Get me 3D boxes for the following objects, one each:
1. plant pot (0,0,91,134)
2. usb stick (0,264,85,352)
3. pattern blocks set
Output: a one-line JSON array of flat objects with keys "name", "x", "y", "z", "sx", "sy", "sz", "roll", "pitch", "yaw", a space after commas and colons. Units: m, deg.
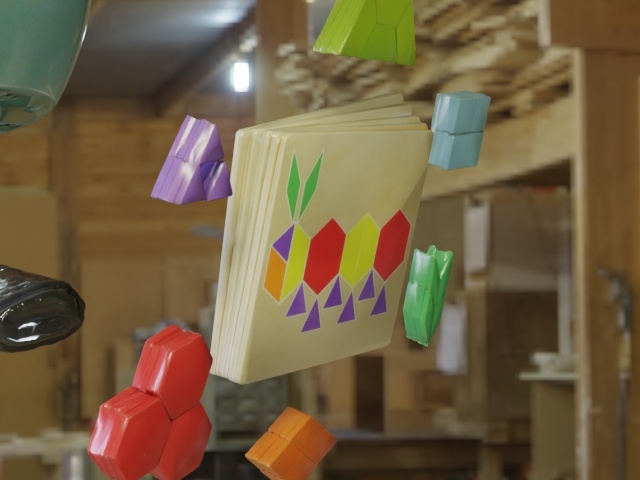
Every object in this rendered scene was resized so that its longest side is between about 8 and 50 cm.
[{"name": "plant pot", "x": -0.274, "y": -0.183, "z": 0.987, "sx": 0.293, "sy": 0.235, "sz": 0.293, "roll": -10, "pitch": -5, "yaw": -1}, {"name": "usb stick", "x": -0.239, "y": 0.049, "z": 1.192, "sx": 0.077, "sy": 0.045, "sz": 0.278, "roll": -15, "pitch": 7, "yaw": -19}, {"name": "pattern blocks set", "x": 0.000, "y": 0.000, "z": 0.867, "sx": 0.026, "sy": 0.286, "sz": 0.325, "roll": 18, "pitch": 5, "yaw": 29}]
